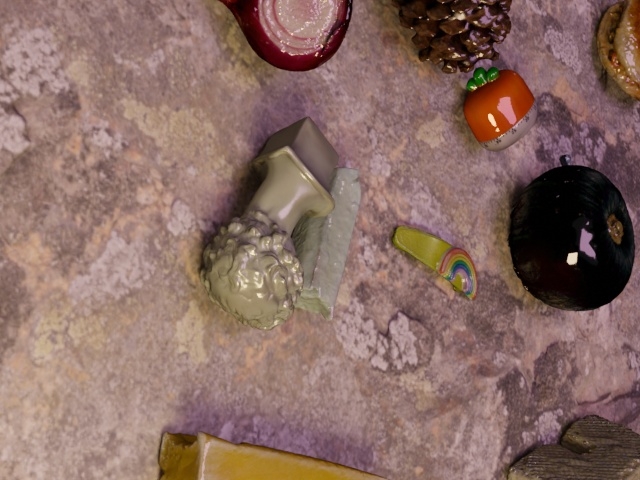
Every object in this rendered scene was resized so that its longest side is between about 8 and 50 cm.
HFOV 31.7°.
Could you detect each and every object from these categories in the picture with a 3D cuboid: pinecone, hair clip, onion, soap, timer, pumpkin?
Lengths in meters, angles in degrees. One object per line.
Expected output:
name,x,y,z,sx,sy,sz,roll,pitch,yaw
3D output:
pinecone,0.201,-0.353,1.661,0.184,0.179,0.204,-64,151,-19
hair clip,0.176,0.025,1.653,0.188,0.033,0.060,31,61,-36
onion,-0.057,-0.307,1.446,0.198,0.135,0.173,15,87,-1
soap,-0.054,0.344,1.326,0.315,0.091,0.199,23,68,-39
timer,0.271,-0.214,1.755,0.136,0.099,0.136,25,52,-36
pumpkin,0.401,-0.005,1.788,0.233,0.163,0.233,12,73,-45

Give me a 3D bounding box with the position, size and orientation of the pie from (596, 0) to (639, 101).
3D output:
pie,0.590,-0.352,2.097,0.179,0.084,0.205,35,56,-34

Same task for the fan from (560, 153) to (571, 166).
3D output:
fan,0.446,-0.055,1.943,0.038,0.016,0.193,-22,98,-42

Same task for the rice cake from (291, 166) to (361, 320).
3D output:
rice cake,0.000,0.000,1.466,0.063,0.069,0.207,33,62,-37

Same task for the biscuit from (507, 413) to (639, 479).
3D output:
biscuit,0.412,0.346,1.742,0.250,0.147,0.046,-20,124,-43

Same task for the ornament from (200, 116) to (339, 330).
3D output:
ornament,-0.055,-0.033,1.380,0.130,0.120,0.285,36,57,-31
